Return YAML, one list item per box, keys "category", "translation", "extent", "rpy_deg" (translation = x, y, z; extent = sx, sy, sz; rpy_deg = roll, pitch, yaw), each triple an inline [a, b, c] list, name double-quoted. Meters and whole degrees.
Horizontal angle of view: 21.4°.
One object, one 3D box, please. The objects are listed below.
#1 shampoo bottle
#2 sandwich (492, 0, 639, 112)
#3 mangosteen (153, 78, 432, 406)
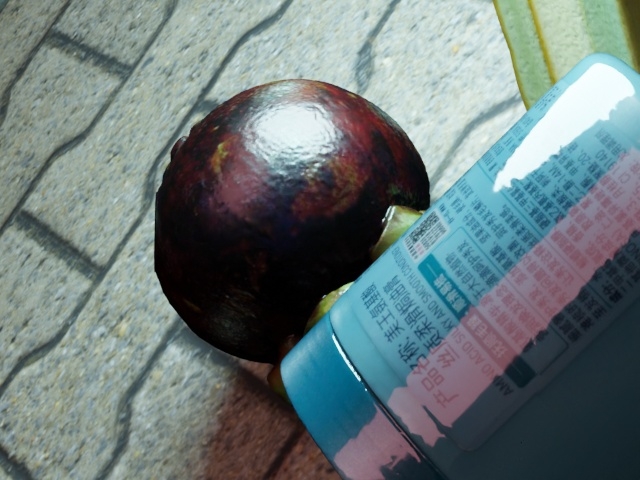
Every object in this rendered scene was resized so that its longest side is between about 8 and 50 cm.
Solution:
- category: "shampoo bottle"
  translation: [0.202, 0.083, 1.270]
  extent: [0.342, 0.331, 0.331]
  rpy_deg: [-47, 36, 8]
- category: "sandwich"
  translation: [0.251, -0.198, 1.560]
  extent: [0.155, 0.198, 0.227]
  rpy_deg: [-1, 60, 48]
- category: "mangosteen"
  translation: [-0.018, -0.008, 1.646]
  extent: [0.311, 0.311, 0.311]
  rpy_deg: [-29, 42, 30]
